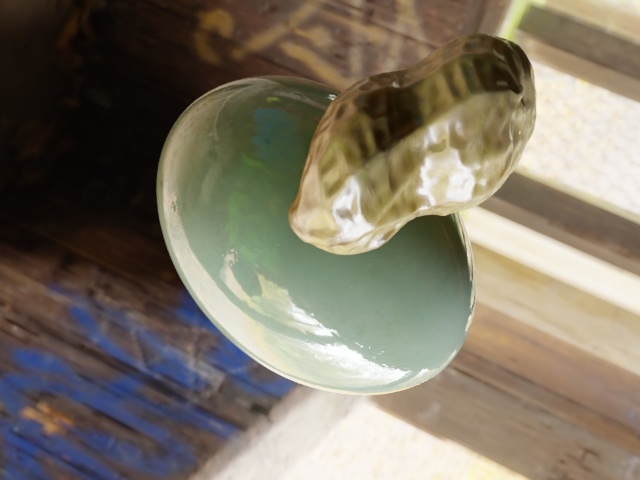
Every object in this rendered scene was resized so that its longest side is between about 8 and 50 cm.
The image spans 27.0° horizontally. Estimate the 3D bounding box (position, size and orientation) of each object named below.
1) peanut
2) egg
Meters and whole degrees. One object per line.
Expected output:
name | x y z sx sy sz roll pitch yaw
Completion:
peanut | 0.077 -0.073 1.105 0.233 0.110 0.197 -22 152 -12
egg | 0.000 0.000 1.370 0.276 0.389 0.276 -38 -155 21
